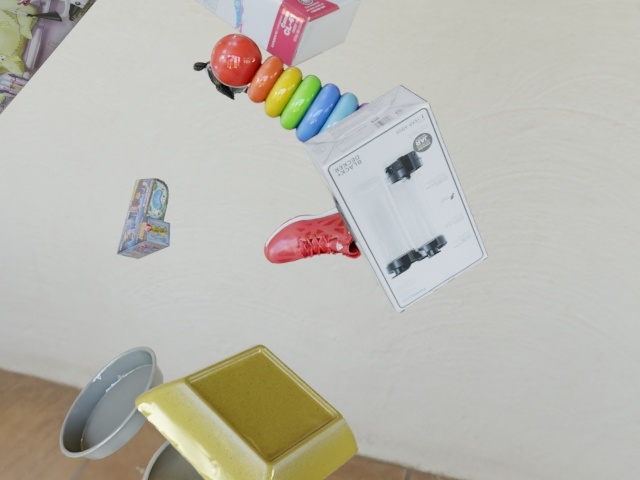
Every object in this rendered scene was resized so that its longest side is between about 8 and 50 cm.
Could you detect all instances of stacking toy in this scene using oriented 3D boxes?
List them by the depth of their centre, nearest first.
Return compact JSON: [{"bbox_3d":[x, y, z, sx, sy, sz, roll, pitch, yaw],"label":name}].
[{"bbox_3d":[-0.041,-0.243,1.158,0.330,0.141,0.141,32,25,-9],"label":"stacking toy"}]

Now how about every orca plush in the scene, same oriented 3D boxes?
[{"bbox_3d":[-0.216,-0.412,1.561,0.151,0.102,0.287,26,16,-3],"label":"orca plush"}]

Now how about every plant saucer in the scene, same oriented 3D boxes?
[{"bbox_3d":[-0.118,0.327,1.272,0.333,0.081,0.333,37,28,24],"label":"plant saucer"}]

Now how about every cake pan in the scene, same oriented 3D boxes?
[{"bbox_3d":[-0.475,0.378,1.551,0.293,0.054,0.293,-30,30,20],"label":"cake pan"}]

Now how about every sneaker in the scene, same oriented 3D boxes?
[{"bbox_3d":[0.000,0.000,1.338,0.221,0.087,0.128,-27,28,-7],"label":"sneaker"}]

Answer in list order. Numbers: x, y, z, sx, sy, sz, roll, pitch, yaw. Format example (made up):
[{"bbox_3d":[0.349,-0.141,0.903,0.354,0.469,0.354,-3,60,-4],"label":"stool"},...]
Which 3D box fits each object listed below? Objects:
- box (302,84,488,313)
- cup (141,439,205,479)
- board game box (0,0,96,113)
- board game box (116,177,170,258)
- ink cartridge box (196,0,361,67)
[{"bbox_3d":[0.114,-0.052,0.966,0.169,0.290,0.087,-33,34,-2],"label":"box"},{"bbox_3d":[-0.212,0.544,1.238,0.331,0.237,0.331,24,36,-19],"label":"cup"},{"bbox_3d":[-0.400,-0.255,0.744,0.208,0.056,0.347,17,-29,-40],"label":"board game box"},{"bbox_3d":[-0.404,-0.047,1.589,0.060,0.194,0.194,16,-5,-34],"label":"board game box"},{"bbox_3d":[-0.099,-0.530,1.445,0.306,0.131,0.226,38,46,10],"label":"ink cartridge box"}]
